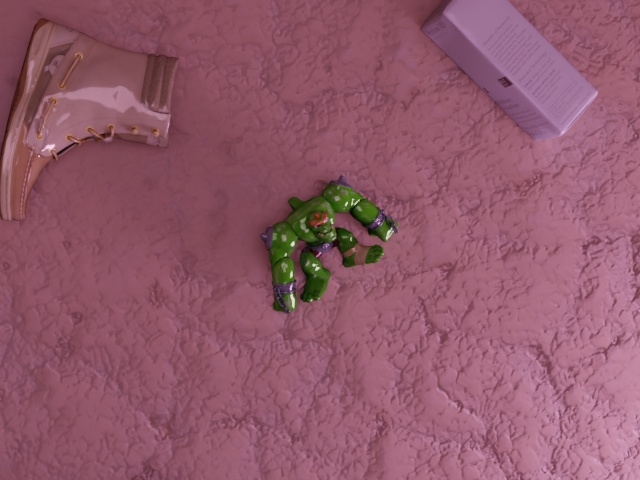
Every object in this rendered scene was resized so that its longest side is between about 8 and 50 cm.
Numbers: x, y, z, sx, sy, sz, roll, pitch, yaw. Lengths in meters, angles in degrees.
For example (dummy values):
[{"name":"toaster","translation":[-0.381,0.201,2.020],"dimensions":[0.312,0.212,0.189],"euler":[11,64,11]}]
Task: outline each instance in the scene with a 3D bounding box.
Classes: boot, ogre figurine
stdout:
[{"name":"boot","translation":[-0.297,-0.134,1.702],"dimensions":[0.203,0.095,0.262],"euler":[14,83,-11]},{"name":"ogre figurine","translation":[0.000,0.000,1.759],"dimensions":[0.197,0.097,0.118],"euler":[-29,114,6]}]

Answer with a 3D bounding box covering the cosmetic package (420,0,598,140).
[{"name":"cosmetic package","translation":[0.253,-0.244,1.790],"dimensions":[0.231,0.117,0.085],"euler":[42,82,-7]}]
